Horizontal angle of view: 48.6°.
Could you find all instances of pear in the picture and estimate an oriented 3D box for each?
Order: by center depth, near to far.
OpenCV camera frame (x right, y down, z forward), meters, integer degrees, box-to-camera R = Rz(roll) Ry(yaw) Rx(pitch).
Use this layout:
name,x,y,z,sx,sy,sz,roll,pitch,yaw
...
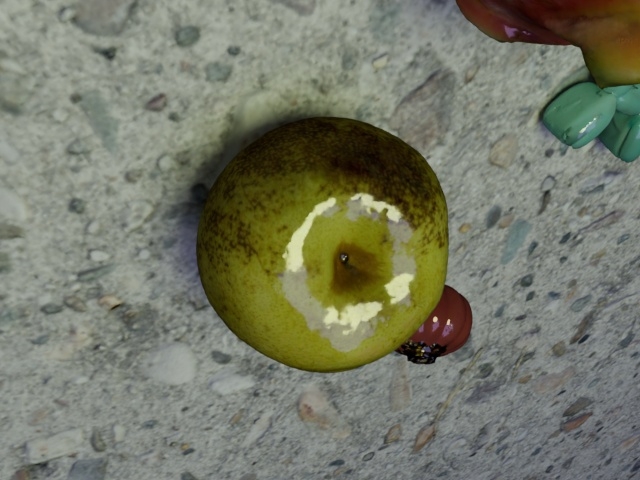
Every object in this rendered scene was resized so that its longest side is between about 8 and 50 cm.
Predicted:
name,x,y,z,sx,sy,sz,roll,pitch,yaw
pear,0.000,0.000,0.559,0.197,0.197,0.197,-16,136,-16

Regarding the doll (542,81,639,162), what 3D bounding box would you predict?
name,x,y,z,sx,sy,sz,roll,pitch,yaw
doll,0.288,-0.154,0.668,0.159,0.059,0.158,13,124,-37

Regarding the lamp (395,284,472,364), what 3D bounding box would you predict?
name,x,y,z,sx,sy,sz,roll,pitch,yaw
lamp,0.110,0.086,0.768,0.107,0.092,0.107,4,155,2

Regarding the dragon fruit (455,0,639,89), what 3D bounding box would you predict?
name,x,y,z,sx,sy,sz,roll,pitch,yaw
dragon fruit,0.191,-0.218,0.397,0.290,0.291,0.189,-37,139,6
